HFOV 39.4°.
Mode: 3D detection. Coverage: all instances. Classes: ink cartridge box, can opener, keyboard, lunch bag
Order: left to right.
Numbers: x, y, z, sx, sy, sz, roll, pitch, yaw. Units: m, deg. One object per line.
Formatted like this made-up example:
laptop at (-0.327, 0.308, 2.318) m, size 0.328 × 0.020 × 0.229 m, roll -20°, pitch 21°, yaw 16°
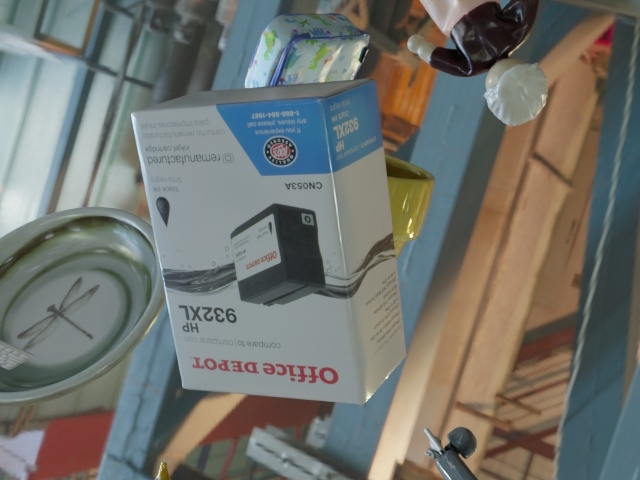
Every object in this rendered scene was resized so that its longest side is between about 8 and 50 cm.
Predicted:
keyboard at (-0.510, 0.113, 1.189) m, size 0.256 × 0.014 × 0.072 m, roll 33°, pitch 144°, yaw -33°
ink cartridge box at (-0.048, 0.000, 0.928) m, size 0.223 × 0.307 × 0.129 m, roll 0°, pitch -162°, yaw 26°
lunch bag at (-0.022, -0.312, 1.598) m, size 0.219 × 0.176 × 0.090 m, roll -15°, pitch -128°, yaw -46°
can opener at (0.251, 0.400, 1.587) m, size 0.074 × 0.093 × 0.280 m, roll 50°, pitch -177°, yaw -15°

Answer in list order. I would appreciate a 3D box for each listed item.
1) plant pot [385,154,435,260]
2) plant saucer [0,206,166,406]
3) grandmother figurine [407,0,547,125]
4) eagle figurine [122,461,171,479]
plant pot at (0.000, 0.000, 1.169) m, size 0.254 × 0.239 × 0.254 m, roll 12°, pitch -168°, yaw -3°
plant saucer at (-0.425, 0.118, 1.463) m, size 0.400 × 0.400 × 0.100 m, roll 19°, pitch 146°, yaw 32°
grandmother figurine at (0.230, -0.320, 1.304) m, size 0.104 × 0.208 × 0.342 m, roll 2°, pitch -122°, yaw -52°
eagle figurine at (-0.215, 0.414, 1.205) m, size 0.298 × 0.225 × 0.226 m, roll -24°, pitch 129°, yaw 38°
